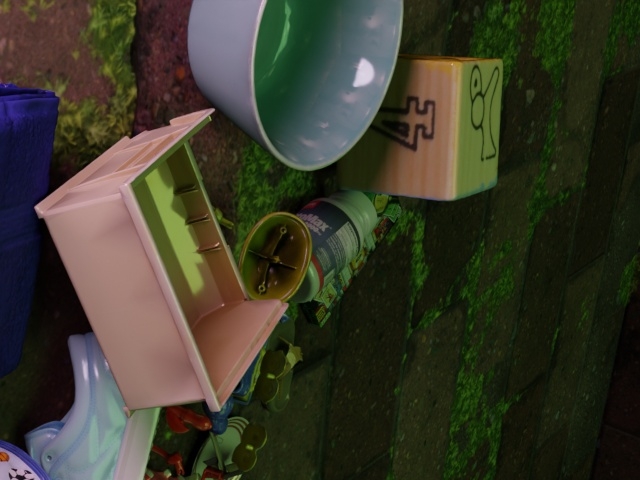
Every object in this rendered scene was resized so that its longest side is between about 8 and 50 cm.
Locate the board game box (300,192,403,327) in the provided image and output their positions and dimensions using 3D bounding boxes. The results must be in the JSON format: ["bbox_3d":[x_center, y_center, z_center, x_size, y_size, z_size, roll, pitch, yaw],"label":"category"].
[{"bbox_3d":[0.044,0.001,1.821,0.259,0.030,0.136,-54,143,-25],"label":"board game box"}]

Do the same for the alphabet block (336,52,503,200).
[{"bbox_3d":[0.148,-0.173,1.685,0.192,0.193,0.197,-18,113,-61],"label":"alphabet block"}]

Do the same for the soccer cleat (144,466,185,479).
[{"bbox_3d":[-0.234,0.354,1.537,0.095,0.083,0.248,-39,140,0],"label":"soccer cleat"}]

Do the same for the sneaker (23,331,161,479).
[{"bbox_3d":[-0.288,0.284,1.370,0.135,0.150,0.366,149,-47,-79],"label":"sneaker"}]

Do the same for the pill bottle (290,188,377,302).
[{"bbox_3d":[0.000,0.000,1.674,0.180,0.108,0.108,-43,139,-38],"label":"pill bottle"}]

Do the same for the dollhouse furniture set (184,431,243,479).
[{"bbox_3d":[-0.152,0.312,1.677,0.114,0.091,0.081,52,19,-79],"label":"dollhouse furniture set"}]

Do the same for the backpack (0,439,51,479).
[{"bbox_3d":[-0.363,0.336,1.169,0.213,0.276,0.263,-13,111,-60],"label":"backpack"}]

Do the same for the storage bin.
[{"bbox_3d":[-0.162,0.020,1.284,0.262,0.123,0.260,70,25,-19],"label":"storage bin"}]

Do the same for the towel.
[{"bbox_3d":[-0.345,0.001,1.119,0.227,0.076,0.308,-40,142,-76],"label":"towel"}]

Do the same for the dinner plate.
[{"bbox_3d":[-0.151,0.328,1.710,0.141,0.017,0.141,-32,132,-45],"label":"dinner plate"}]

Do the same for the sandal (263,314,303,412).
[{"bbox_3d":[-0.054,0.191,1.753,0.072,0.049,0.180,-30,131,-47],"label":"sandal"}]

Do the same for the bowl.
[{"bbox_3d":[-0.047,-0.256,1.403,0.311,0.163,0.311,-35,135,-44],"label":"bowl"}]

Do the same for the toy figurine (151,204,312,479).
[{"bbox_3d":[-0.135,0.135,1.565,0.217,0.191,0.362,100,5,-84],"label":"toy figurine"}]
